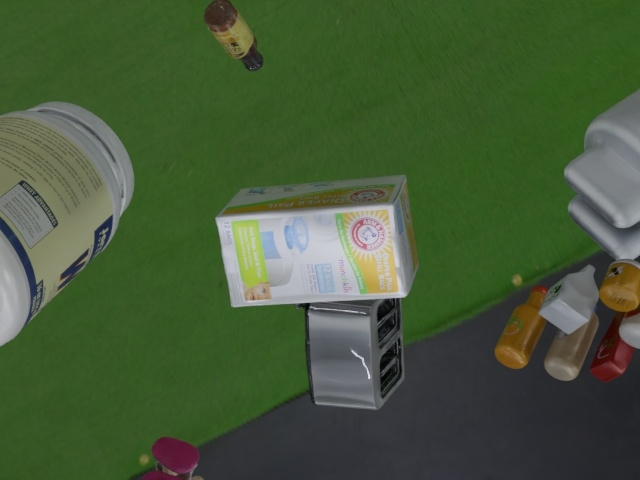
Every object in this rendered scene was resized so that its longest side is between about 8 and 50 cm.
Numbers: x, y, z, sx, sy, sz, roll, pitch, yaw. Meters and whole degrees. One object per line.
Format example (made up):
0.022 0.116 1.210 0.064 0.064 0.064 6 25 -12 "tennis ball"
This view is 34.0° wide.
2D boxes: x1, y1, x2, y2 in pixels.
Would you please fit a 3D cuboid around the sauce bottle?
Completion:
-0.100 -0.242 1.259 0.042 0.128 0.042 -6 70 16 "sauce bottle"

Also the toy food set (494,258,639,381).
0.290 0.071 1.106 0.111 0.105 0.232 34 147 -2 "toy food set"

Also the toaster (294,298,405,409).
0.048 0.140 1.497 0.110 0.185 0.168 3 106 24 "toaster"

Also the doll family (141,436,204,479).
-0.159 0.262 0.719 0.118 0.263 0.163 10 134 2 "doll family"

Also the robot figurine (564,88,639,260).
0.475 -0.121 1.304 0.353 0.200 0.300 -34 145 -7 "robot figurine"

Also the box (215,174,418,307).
0.000 0.000 1.175 0.203 0.103 0.114 -4 110 14 "box"

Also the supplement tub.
-0.414 -0.030 1.392 0.235 0.325 0.236 12 125 18 "supplement tub"
